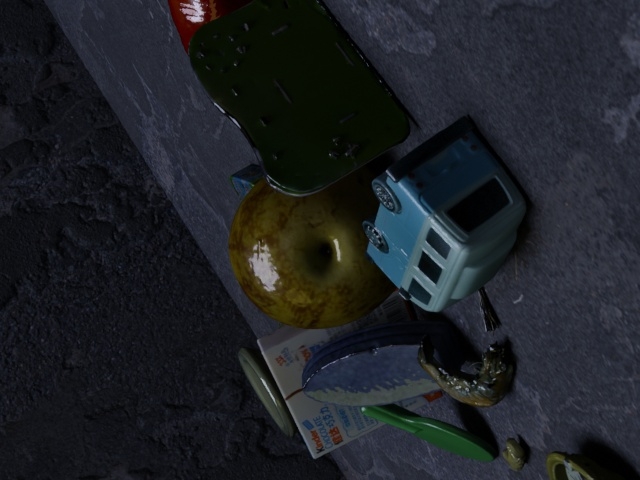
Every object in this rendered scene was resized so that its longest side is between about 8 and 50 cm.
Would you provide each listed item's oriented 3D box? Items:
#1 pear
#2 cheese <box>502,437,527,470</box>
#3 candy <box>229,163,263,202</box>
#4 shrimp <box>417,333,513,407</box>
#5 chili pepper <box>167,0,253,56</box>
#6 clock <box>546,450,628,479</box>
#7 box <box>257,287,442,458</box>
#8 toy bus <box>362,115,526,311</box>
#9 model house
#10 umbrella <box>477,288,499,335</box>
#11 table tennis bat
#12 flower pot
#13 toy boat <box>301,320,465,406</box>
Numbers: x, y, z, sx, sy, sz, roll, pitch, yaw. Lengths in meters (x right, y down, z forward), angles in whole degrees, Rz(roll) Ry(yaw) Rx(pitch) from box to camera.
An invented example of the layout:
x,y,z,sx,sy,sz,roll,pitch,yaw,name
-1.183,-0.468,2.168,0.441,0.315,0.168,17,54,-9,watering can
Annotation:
x,y,z,sx,sy,sz,roll,pitch,yaw,name
0.000,0.000,1.777,0.280,0.281,0.280,54,166,20,pear
0.313,0.344,1.913,0.044,0.030,0.083,45,168,25,cheese
-0.121,-0.097,2.444,0.097,0.062,0.194,62,167,-15,candy
0.216,0.189,1.781,0.150,0.051,0.217,26,151,9,shrimp
-0.173,-0.394,1.827,0.134,0.131,0.338,36,154,36,chili pepper
0.401,0.373,1.609,0.237,0.057,0.237,52,167,18,clock
0.056,0.225,2.077,0.048,0.265,0.273,-123,9,-56,box
0.154,-0.013,1.481,0.165,0.133,0.271,50,163,15,toy bus
-0.035,-0.182,1.638,0.294,0.207,0.154,55,169,17,model house
0.235,0.100,1.684,0.083,0.020,0.031,64,-155,-21,umbrella
0.188,0.330,2.072,0.257,0.039,0.160,23,161,-3,table tennis bat
-0.023,0.256,2.483,0.307,0.244,0.307,53,164,22,flower pot
0.092,0.206,1.940,0.127,0.283,0.078,62,-153,-27,toy boat
